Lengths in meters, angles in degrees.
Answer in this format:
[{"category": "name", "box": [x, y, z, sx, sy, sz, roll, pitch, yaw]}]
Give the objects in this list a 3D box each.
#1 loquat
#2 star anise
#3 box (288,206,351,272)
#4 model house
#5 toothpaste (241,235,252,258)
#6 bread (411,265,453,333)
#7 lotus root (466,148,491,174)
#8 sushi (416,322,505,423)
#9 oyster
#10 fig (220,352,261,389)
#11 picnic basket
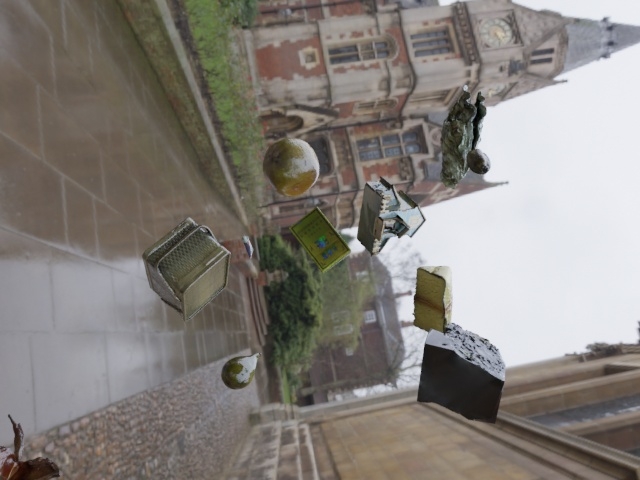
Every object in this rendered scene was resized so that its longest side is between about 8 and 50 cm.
[{"category": "loquat", "box": [-0.146, -0.350, 2.277, 0.284, 0.276, 0.276, 24, 51, -62]}, {"category": "star anise", "box": [-0.584, 0.423, 0.960, 0.158, 0.140, 0.144, -46, -160, 27]}, {"category": "box", "box": [0.000, 0.000, 1.864, 0.220, 0.141, 0.064, 51, -2, 11]}, {"category": "model house", "box": [0.265, -0.084, 1.729, 0.178, 0.206, 0.271, -131, -140, -51]}, {"category": "toothpaste", "box": [-0.228, 0.018, 1.530, 0.140, 0.021, 0.037, 85, 13, -64]}, {"category": "bread", "box": [0.457, 0.237, 1.894, 0.178, 0.141, 0.266, -136, -141, -65]}, {"category": "lotus root", "box": [0.393, -0.192, 1.205, 0.049, 0.054, 0.099, -46, -156, 27]}, {"category": "sushi", "box": [0.429, 0.373, 1.453, 0.212, 0.227, 0.216, -47, 143, -57]}, {"category": "oyster", "box": [0.407, -0.298, 1.402, 0.198, 0.112, 0.268, 41, 63, -71]}, {"category": "fig", "box": [-0.294, 0.510, 1.898, 0.127, 0.184, 0.133, 53, -37, 38]}, {"category": "picnic basket", "box": [-0.339, 0.078, 1.248, 0.139, 0.165, 0.267, 41, -29, 9]}]
